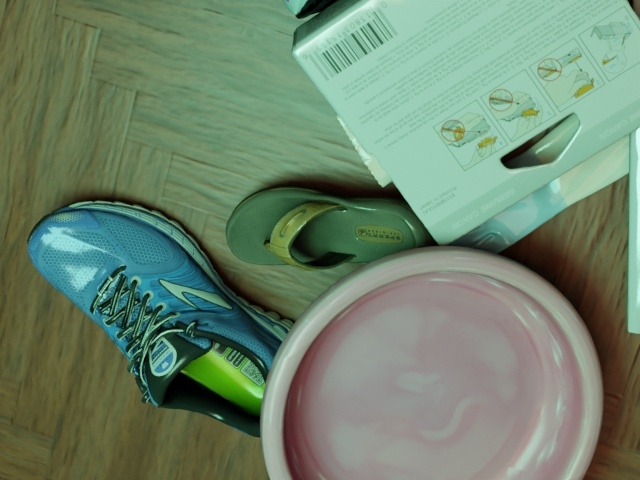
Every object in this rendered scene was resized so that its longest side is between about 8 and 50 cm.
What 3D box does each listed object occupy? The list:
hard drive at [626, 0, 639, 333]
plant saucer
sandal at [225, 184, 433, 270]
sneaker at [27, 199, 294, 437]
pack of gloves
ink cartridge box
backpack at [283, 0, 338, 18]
[{"bbox_3d":[0.399,-0.087,1.431,0.233,0.047,0.353,1,105,9],"label":"hard drive"},{"bbox_3d":[0.102,0.158,1.507,0.332,0.084,0.332,-3,107,-12],"label":"plant saucer"},{"bbox_3d":[0.000,0.000,1.516,0.219,0.060,0.090,6,126,26],"label":"sandal"},{"bbox_3d":[-0.148,0.078,1.550,0.330,0.147,0.129,33,110,2],"label":"sneaker"},{"bbox_3d":[0.164,-0.101,1.496,0.232,0.046,0.195,-32,98,8],"label":"pack of gloves"},{"bbox_3d":[0.153,-0.160,1.412,0.275,0.060,0.239,-32,111,16],"label":"ink cartridge box"},{"bbox_3d":[0.018,-0.288,1.422,0.182,0.152,0.115,-41,89,32],"label":"backpack"}]
